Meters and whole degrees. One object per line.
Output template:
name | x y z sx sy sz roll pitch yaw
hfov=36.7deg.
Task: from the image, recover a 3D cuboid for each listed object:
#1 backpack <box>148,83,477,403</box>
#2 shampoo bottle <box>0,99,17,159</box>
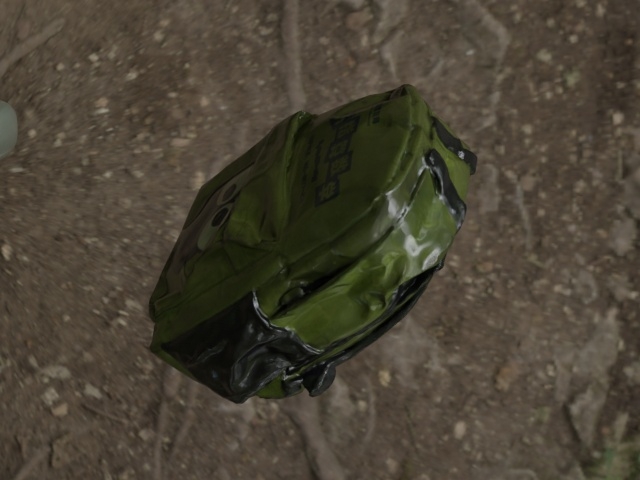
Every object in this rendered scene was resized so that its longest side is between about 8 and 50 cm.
backpack | 0.000 0.000 0.693 0.140 0.253 0.207 40 40 -24
shampoo bottle | -0.399 -0.092 0.913 0.153 0.284 0.071 7 104 -1
